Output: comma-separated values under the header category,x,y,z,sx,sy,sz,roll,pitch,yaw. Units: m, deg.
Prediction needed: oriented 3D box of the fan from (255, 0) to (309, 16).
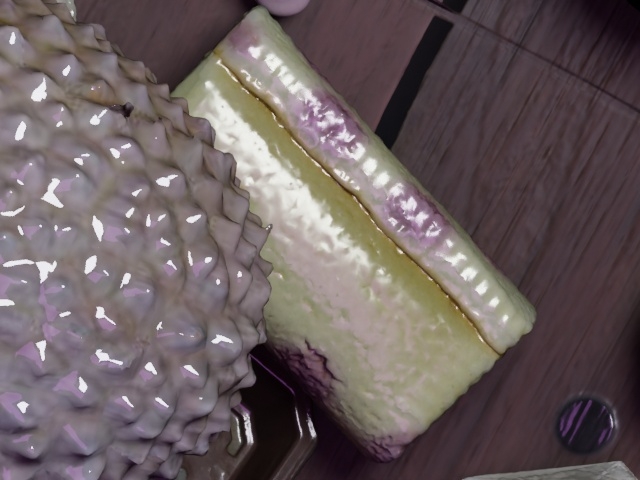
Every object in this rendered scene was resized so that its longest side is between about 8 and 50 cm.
category,x,y,z,sx,sy,sz,roll,pitch,yaw
fan,-0.061,-0.289,1.503,0.074,0.130,0.244,-19,113,6

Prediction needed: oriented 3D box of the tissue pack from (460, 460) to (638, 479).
category,x,y,z,sx,sy,sz,roll,pitch,yaw
tissue pack,0.196,0.293,1.606,0.148,0.092,0.196,-7,100,0

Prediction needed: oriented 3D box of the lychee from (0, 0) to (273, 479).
category,x,y,z,sx,sy,sz,roll,pitch,yaw
lychee,-0.244,0.016,1.311,0.432,0.380,0.380,18,98,2

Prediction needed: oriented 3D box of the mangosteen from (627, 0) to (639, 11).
category,x,y,z,sx,sy,sz,roll,pitch,yaw
mangosteen,0.321,-0.299,1.416,0.300,0.300,0.300,0,99,-1

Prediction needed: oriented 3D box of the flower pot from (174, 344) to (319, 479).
category,x,y,z,sx,sy,sz,roll,pitch,yaw
flower pot,-0.137,0.131,1.556,0.251,0.084,0.179,41,63,-9

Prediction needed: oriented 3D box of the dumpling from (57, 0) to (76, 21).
category,x,y,z,sx,sy,sz,roll,pitch,yaw
dumpling,-0.310,-0.192,1.503,0.247,0.142,0.173,-4,98,-30

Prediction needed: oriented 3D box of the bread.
category,x,y,z,sx,sy,sz,roll,pitch,yaw
bread,0.000,0.000,1.526,0.187,0.155,0.338,-44,95,-2
